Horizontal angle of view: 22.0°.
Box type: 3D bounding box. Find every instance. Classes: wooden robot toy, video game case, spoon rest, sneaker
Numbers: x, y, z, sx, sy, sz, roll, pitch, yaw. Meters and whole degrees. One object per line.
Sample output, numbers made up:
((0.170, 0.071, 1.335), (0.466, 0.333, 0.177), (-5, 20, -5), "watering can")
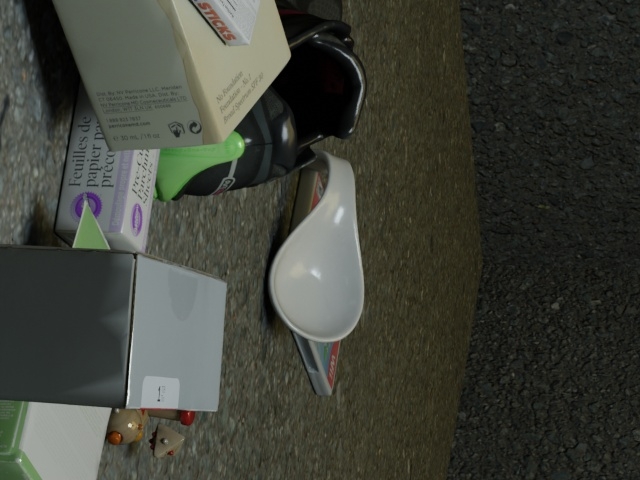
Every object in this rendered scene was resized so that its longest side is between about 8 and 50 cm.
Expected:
((-0.166, 0.153, 1.502), (0.079, 0.076, 0.173), (-56, 147, -47), "wooden robot toy")
((-0.005, 0.061, 2.264), (0.285, 0.025, 0.204), (72, 24, -56), "video game case")
((0.000, 0.000, 2.095), (0.084, 0.137, 0.276), (-37, -138, 50), "spoon rest")
((-0.043, -0.155, 1.672), (0.483, 0.202, 0.185), (-63, 153, -60), "sneaker")

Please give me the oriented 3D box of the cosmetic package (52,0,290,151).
((-0.139, -0.242, 1.297), (0.160, 0.113, 0.309), (-58, 139, -49), "cosmetic package")

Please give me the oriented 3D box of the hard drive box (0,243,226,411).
((-0.193, 0.052, 0.997), (0.181, 0.232, 0.089), (26, 67, -75), "hard drive box")

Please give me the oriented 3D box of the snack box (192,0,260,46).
((-0.093, -0.221, 1.235), (0.178, 0.022, 0.064), (49, 47, -52), "snack box")

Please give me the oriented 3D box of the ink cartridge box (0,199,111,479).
((-0.212, 0.109, 1.317), (0.171, 0.056, 0.235), (74, 19, -55), "ink cartridge box")

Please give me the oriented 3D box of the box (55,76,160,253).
((-0.169, -0.148, 1.438), (0.067, 0.063, 0.324), (55, 39, -66), "box")
